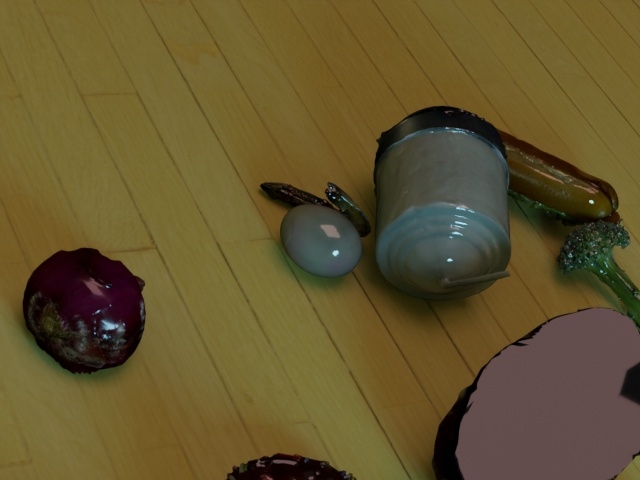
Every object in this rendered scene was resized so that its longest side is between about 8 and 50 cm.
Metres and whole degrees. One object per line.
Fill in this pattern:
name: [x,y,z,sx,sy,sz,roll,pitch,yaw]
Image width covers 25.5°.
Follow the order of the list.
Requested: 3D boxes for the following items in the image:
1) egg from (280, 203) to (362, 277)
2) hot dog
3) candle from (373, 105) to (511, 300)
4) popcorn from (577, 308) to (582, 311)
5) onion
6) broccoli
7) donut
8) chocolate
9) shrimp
egg: [0.000,0.000,2.149,0.135,0.103,0.103,33,41,12]
hot dog: [0.366,-0.108,2.438,0.337,0.100,0.135,29,10,16]
candle: [0.187,-0.039,2.199,0.221,0.221,0.342,17,42,-9]
popcorn: [0.418,0.194,2.124,0.195,0.173,0.168,-3,24,-16]
onion: [-0.297,0.072,1.902,0.173,0.135,0.198,36,39,9]
broccoli: [0.485,0.058,2.338,0.204,0.118,0.122,51,24,10]
donut: [-0.030,0.370,1.744,0.235,0.089,0.235,13,42,-12]
chocolate: [0.292,0.258,1.909,0.340,0.210,0.225,-41,81,-22]
shrimp: [-0.008,-0.065,2.200,0.195,0.148,0.035,26,76,8]
